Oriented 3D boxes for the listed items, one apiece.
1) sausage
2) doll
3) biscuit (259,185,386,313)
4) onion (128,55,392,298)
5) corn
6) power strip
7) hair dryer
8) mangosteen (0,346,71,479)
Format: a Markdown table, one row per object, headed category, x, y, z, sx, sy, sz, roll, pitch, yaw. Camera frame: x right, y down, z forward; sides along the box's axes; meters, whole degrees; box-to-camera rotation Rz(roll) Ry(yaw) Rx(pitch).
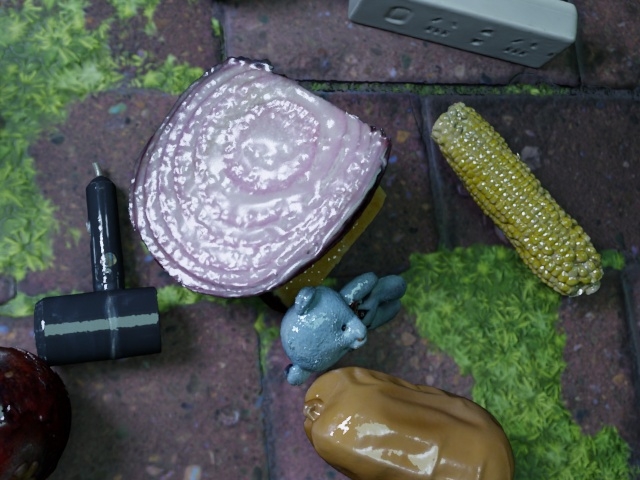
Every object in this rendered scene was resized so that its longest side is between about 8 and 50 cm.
| category | x | y | z | sx | sy | sz | roll | pitch | yaw |
| --- | --- | --- | --- | --- | --- | --- | --- | --- | --- |
| sausage | 0.092 | 0.213 | 0.788 | 0.241 | 0.136 | 0.120 | 18 | 81 | -8 |
| doll | 0.036 | 0.091 | 0.801 | 0.179 | 0.075 | 0.120 | -11 | 119 | -33 |
| biscuit | 0.000 | 0.000 | 0.839 | 0.052 | 0.056 | 0.188 | 48 | 70 | -22 |
| onion | -0.069 | -0.052 | 0.795 | 0.250 | 0.111 | 0.247 | 34 | 87 | 19 |
| corn | 0.246 | -0.049 | 0.907 | 0.086 | 0.086 | 0.288 | -39 | 89 | -19 |
| power strip | 0.172 | -0.293 | 0.927 | 0.338 | 0.098 | 0.058 | 10 | 79 | -13 |
| hair dryer | -0.237 | 0.019 | 0.768 | 0.124 | 0.071 | 0.219 | -3 | 73 | -16 |
| mangosteen | -0.327 | 0.166 | 0.668 | 0.180 | 0.166 | 0.166 | 30 | 71 | 12 |
